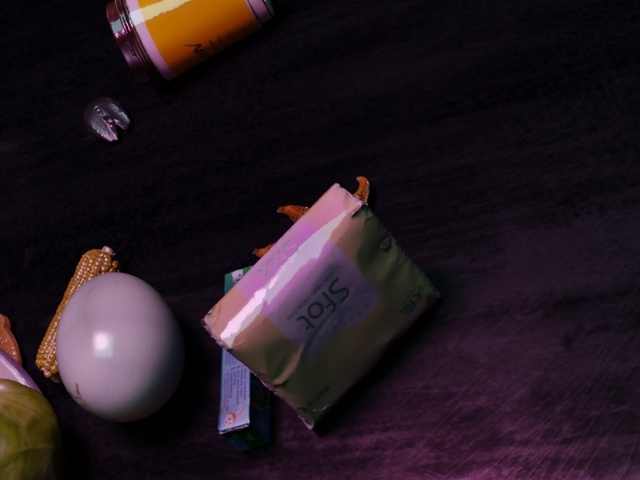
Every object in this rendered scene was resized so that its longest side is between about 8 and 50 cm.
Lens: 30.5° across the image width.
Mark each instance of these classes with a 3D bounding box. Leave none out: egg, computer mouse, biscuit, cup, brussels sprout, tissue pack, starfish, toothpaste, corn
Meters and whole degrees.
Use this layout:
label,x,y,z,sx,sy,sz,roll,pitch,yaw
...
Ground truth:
label,x,y,z,sx,sy,sz,roll,pitch,yaw
egg,-0.292,0.148,1.703,0.183,0.183,0.264,-34,38,7
computer mouse,-0.400,-0.228,2.170,0.079,0.047,0.135,-46,46,-4
biscuit,-0.577,0.184,1.975,0.250,0.035,0.162,17,73,42
cup,-0.233,-0.403,2.104,0.280,0.196,0.196,-23,46,8
brussels sprout,-0.478,0.316,1.685,0.244,0.244,0.244,-18,48,22
tissue pack,0.001,0.086,1.538,0.256,0.215,0.123,-47,34,-7
starfish,-0.001,-0.001,1.725,0.227,0.043,0.240,19,66,41
toothpaste,-0.105,0.162,1.648,0.050,0.065,0.266,-20,47,21
corn,-0.380,0.116,1.865,0.080,0.080,0.238,1,61,35

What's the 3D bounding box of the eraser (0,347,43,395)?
label,x,y,z,sx,sy,sz,roll,pitch,yaw
eraser,-0.520,0.258,1.851,0.243,0.059,0.204,12,78,26
